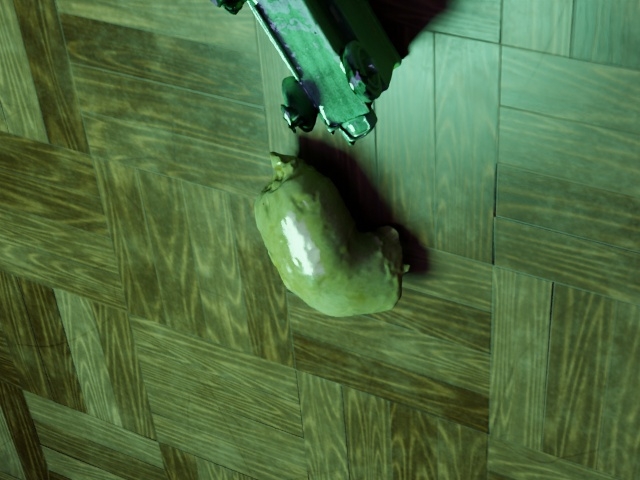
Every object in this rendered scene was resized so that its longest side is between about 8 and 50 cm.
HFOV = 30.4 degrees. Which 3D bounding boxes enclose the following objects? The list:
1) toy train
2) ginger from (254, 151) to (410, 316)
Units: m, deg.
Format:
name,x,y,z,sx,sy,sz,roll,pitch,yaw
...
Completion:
name,x,y,z,sx,sy,sz,roll,pitch,yaw
toy train,-0.019,-0.258,1.340,0.120,0.202,0.301,-26,110,21
ginger,0.000,0.000,1.601,0.267,0.152,0.138,45,168,-14
